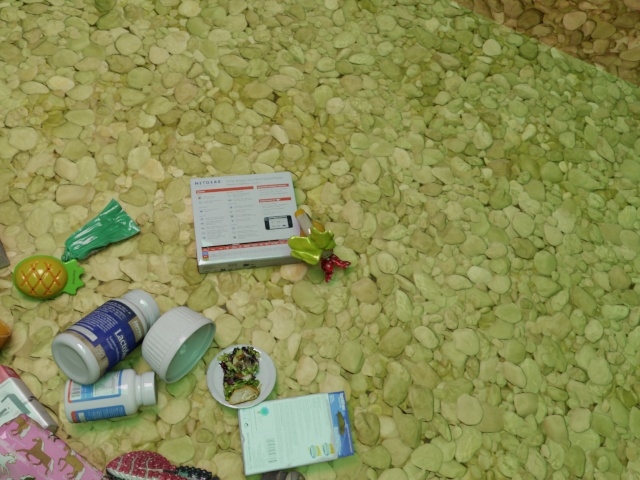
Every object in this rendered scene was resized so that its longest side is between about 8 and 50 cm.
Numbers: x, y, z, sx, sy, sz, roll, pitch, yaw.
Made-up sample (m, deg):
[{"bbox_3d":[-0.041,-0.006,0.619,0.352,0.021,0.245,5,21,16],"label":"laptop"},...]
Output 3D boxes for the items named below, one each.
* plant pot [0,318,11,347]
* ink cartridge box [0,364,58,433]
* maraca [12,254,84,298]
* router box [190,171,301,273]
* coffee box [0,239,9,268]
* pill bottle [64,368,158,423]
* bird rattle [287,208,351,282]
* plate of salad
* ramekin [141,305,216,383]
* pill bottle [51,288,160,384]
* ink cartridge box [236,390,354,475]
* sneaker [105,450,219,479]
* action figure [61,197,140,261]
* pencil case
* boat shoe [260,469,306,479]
[{"bbox_3d":[-0.963,0.274,1.363,0.205,0.205,0.188,32,81,4],"label":"plant pot"},{"bbox_3d":[-0.823,0.460,1.357,0.158,0.092,0.218,-41,82,-22],"label":"ink cartridge box"},{"bbox_3d":[-0.783,0.105,1.509,0.185,0.099,0.128,2,98,-25],"label":"maraca"},{"bbox_3d":[-0.238,-0.062,1.686,0.335,0.082,0.302,-5,68,-12],"label":"router box"},{"bbox_3d":[-1.109,-0.058,1.385,0.334,0.338,0.338,-26,75,-19],"label":"coffee box"},{"bbox_3d":[-0.558,0.414,1.407,0.221,0.124,0.125,-4,68,-12],"label":"pill bottle"},{"bbox_3d":[0.000,0.000,1.628,0.143,0.253,0.207,-34,64,13],"label":"bird rattle"},{"bbox_3d":[-0.227,0.382,1.499,0.199,0.048,0.200,3,49,-4],"label":"plate of salad"},{"bbox_3d":[-0.398,0.281,1.453,0.109,0.207,0.207,33,65,15],"label":"ramekin"},{"bbox_3d":[-0.569,0.250,1.412,0.153,0.153,0.265,37,37,6],"label":"pill bottle"},{"bbox_3d":[-0.071,0.539,1.477,0.310,0.065,0.186,-6,68,-10],"label":"ink cartridge box"},{"bbox_3d":[-0.417,0.639,1.348,0.298,0.121,0.112,18,96,6],"label":"sneaker"},{"bbox_3d":[-0.687,-0.011,1.593,0.232,0.063,0.137,-40,81,-26],"label":"action figure"},{"bbox_3d":[-0.630,0.587,1.250,0.386,0.167,0.160,42,51,-10],"label":"pencil case"},{"bbox_3d":[-0.127,0.779,1.349,0.130,0.132,0.356,4,69,19],"label":"boat shoe"}]
